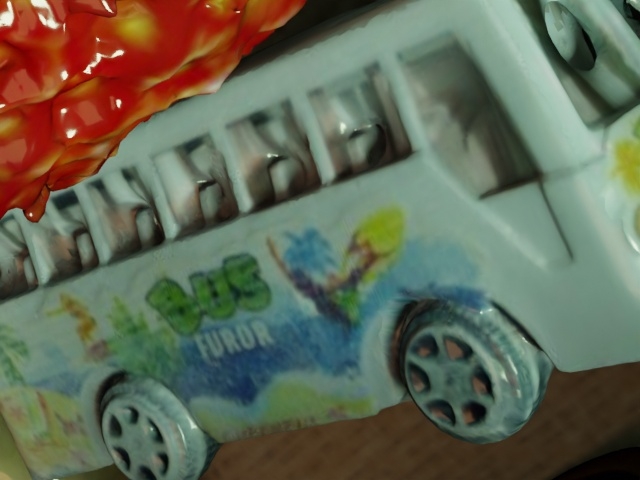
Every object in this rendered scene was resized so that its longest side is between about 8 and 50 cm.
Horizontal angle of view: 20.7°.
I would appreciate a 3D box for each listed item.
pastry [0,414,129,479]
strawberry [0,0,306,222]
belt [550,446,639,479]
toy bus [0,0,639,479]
[{"bbox_3d":[-0.140,0.109,0.817,0.156,0.092,0.156,29,142,25],"label":"pastry"},{"bbox_3d":[-0.055,-0.140,0.499,0.178,0.234,0.234,-16,113,18],"label":"strawberry"},{"bbox_3d":[0.065,0.185,0.582,0.122,0.217,0.338,45,166,3],"label":"belt"},{"bbox_3d":[0.000,0.000,0.602,0.330,0.109,0.136,-18,98,46],"label":"toy bus"}]
